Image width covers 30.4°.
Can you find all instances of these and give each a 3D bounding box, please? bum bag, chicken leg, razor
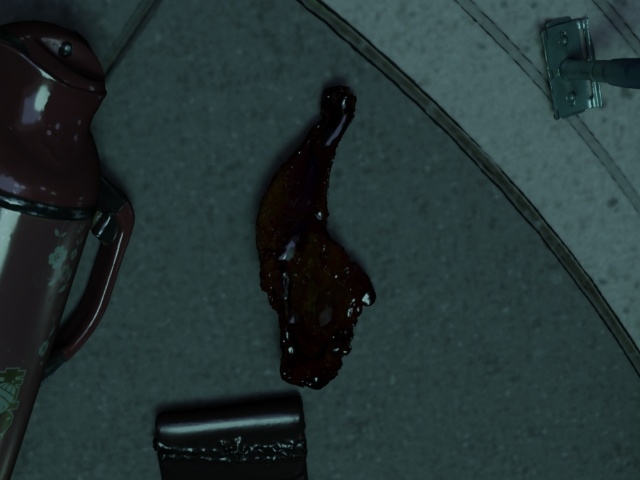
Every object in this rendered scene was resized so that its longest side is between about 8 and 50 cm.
[{"bbox_3d":[-0.059,0.190,0.844,0.109,0.026,0.159,-8,107,-8],"label":"bum bag"},{"bbox_3d":[-0.005,0.003,0.790,0.093,0.053,0.205,-16,116,-29],"label":"chicken leg"},{"bbox_3d":[0.197,-0.107,0.748,0.040,0.135,0.068,-22,109,-22],"label":"razor"}]

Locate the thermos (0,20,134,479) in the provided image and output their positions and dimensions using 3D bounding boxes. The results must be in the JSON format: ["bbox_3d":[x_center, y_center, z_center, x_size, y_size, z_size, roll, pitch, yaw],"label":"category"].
[{"bbox_3d":[-0.197,0.029,0.733,0.136,0.109,0.330,17,102,-13],"label":"thermos"}]
